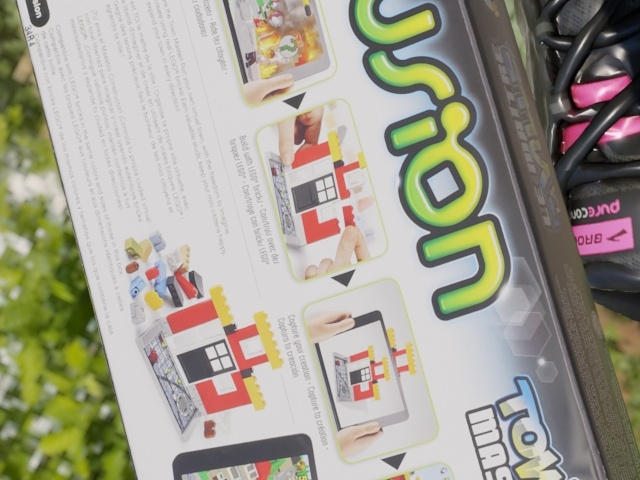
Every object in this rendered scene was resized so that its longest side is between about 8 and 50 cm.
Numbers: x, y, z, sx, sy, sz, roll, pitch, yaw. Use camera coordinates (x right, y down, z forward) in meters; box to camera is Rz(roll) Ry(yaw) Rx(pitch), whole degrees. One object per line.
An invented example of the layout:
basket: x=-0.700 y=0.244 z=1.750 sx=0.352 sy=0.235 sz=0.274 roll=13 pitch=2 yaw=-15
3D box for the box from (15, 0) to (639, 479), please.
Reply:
box: x=0.000 y=0.000 z=0.424 sx=0.114 sy=0.207 sz=0.036 roll=-19 pitch=170 yaw=22

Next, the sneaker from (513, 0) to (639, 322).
sneaker: x=0.194 y=-0.075 z=0.957 sx=0.185 sy=0.202 sz=0.483 roll=-20 pitch=113 yaw=47
